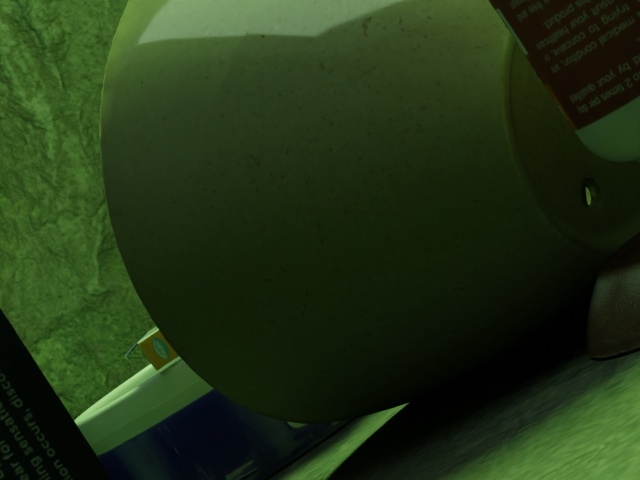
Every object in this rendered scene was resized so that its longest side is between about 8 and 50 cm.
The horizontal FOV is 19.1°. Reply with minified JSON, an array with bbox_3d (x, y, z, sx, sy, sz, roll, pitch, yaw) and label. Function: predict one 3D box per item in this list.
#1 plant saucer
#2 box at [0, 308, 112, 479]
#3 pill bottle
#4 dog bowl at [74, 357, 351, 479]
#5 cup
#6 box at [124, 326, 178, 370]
[{"bbox_3d":[0.214,-0.007,0.989,0.199,0.036,0.198,-33,2,1],"label":"plant saucer"},{"bbox_3d":[-0.419,0.250,1.109,0.472,0.297,0.480,-33,2,-34],"label":"box"},{"bbox_3d":[0.154,-0.117,0.934,0.121,0.216,0.121,-33,2,1],"label":"pill bottle"},{"bbox_3d":[-0.053,0.109,1.450,0.265,0.104,0.265,-33,2,1],"label":"dog bowl"},{"bbox_3d":[0.070,-0.062,1.133,0.237,0.331,0.331,-9,19,45],"label":"cup"},{"bbox_3d":[-0.077,0.051,1.358,0.136,0.028,0.081,-36,2,2],"label":"box"}]
